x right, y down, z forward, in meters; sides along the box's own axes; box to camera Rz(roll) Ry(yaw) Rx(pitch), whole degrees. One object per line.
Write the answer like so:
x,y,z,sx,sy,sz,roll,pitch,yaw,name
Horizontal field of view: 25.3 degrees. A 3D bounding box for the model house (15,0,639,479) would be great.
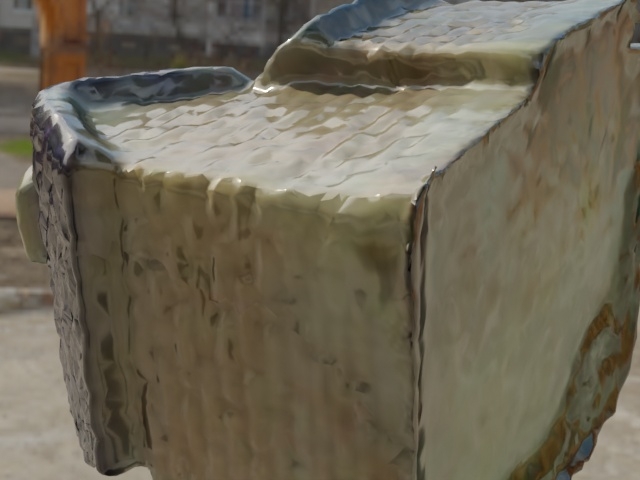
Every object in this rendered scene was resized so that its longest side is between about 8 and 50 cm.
0.000,-0.002,0.733,0.284,0.243,0.298,13,26,27,model house
